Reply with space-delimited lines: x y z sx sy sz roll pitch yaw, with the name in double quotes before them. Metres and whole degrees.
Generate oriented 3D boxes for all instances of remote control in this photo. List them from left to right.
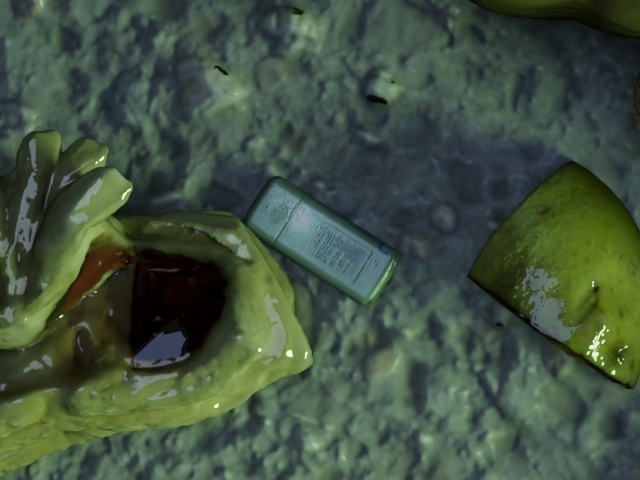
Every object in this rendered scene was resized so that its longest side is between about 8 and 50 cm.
"remote control" 0.000 0.000 1.206 0.124 0.018 0.053 32 93 11

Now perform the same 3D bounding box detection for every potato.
"potato" 0.201 0.022 1.138 0.149 0.081 0.120 36 94 11

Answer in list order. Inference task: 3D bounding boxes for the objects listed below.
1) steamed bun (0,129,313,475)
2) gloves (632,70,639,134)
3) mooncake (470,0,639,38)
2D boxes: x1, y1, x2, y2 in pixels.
"steamed bun" -0.239 0.044 1.168 0.427 0.189 0.247 -14 76 9
"gloves" 0.300 -0.098 1.123 0.144 0.094 0.110 31 100 -8
"mooncake" 0.202 -0.324 1.065 0.378 0.201 0.379 1 101 4
